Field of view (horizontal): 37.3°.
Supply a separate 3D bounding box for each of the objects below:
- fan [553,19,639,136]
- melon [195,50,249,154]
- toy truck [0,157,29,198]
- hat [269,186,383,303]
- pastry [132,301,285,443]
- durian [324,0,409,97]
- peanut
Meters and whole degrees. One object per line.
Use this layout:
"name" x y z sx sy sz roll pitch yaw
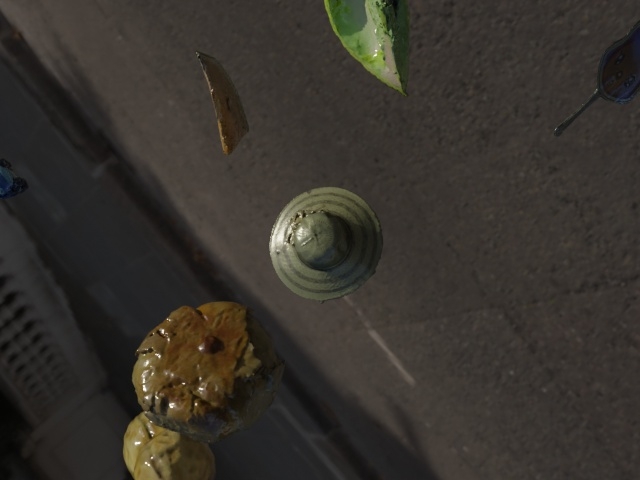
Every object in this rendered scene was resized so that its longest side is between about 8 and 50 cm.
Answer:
"fan" 0.403 -0.221 1.303 0.132 0.220 0.009 37 -168 -50
"melon" -0.174 -0.246 1.611 0.054 0.098 0.182 -8 117 13
"toy truck" -0.515 -0.082 1.501 0.056 0.090 0.073 50 174 0
"hat" 0.000 0.000 1.971 0.252 0.252 0.110 42 -179 16
"pastry" -0.113 0.129 0.944 0.153 0.153 0.081 34 157 31
"durian" 0.055 -0.247 0.907 0.100 0.086 0.215 47 155 55
"peanut" -0.233 0.336 1.456 0.147 0.147 0.305 56 171 -17
